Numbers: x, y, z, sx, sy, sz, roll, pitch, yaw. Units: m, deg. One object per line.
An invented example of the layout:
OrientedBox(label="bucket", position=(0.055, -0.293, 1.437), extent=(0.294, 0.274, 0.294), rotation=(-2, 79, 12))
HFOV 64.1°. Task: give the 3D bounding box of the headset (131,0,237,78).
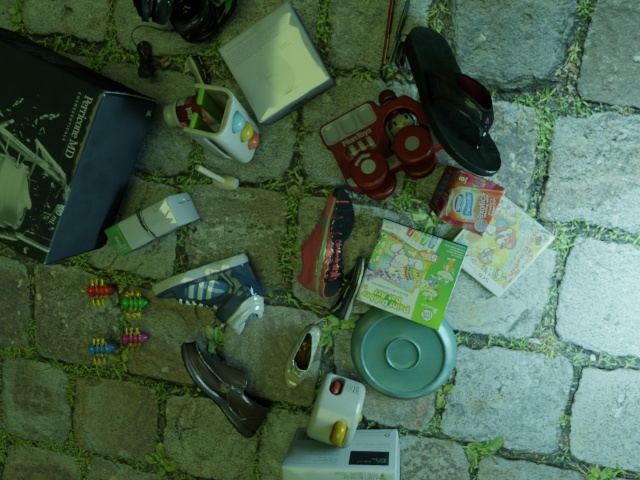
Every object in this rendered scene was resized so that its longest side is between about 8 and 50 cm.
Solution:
OrientedBox(label="headset", position=(-0.389, -0.599, 1.366), extent=(0.394, 0.243, 0.185), rotation=(-22, 67, 41))

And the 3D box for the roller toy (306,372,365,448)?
OrientedBox(label="roller toy", position=(0.052, 0.498, 1.495), extent=(0.146, 0.209, 0.191), rotation=(17, 70, 5))

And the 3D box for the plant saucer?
OrientedBox(label="plant saucer", position=(0.244, 0.331, 1.513), extent=(0.317, 0.044, 0.318), rotation=(1, 99, 9))

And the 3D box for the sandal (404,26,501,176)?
OrientedBox(label="sandal", position=(0.325, -0.360, 1.239), extent=(0.167, 0.107, 0.446), rotation=(-8, 68, -29))

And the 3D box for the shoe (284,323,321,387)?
OrientedBox(label="shoe", position=(-0.062, 0.359, 1.560), extent=(0.076, 0.058, 0.219), rotation=(22, 103, 5))

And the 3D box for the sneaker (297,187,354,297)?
OrientedBox(label="sneaker", position=(0.000, 0.000, 1.462), extent=(0.136, 0.115, 0.314), rotation=(13, 93, 33))

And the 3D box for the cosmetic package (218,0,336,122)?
OrientedBox(label="cosmetic package", position=(-0.113, -0.470, 1.384), extent=(0.224, 0.138, 0.225), rotation=(-28, 95, 13))

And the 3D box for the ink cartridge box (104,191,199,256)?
OrientedBox(label="ink cartridge box", position=(-0.491, -0.051, 1.510), extent=(0.219, 0.160, 0.093), rotation=(-25, 96, 13))

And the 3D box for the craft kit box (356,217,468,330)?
OrientedBox(label="craft kit box", position=(0.255, 0.092, 1.438), extent=(0.249, 0.061, 0.247), rotation=(19, 99, 13))

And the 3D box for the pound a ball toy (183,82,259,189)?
OrientedBox(label="pound a ball toy", position=(-0.250, -0.258, 1.377), extent=(0.135, 0.319, 0.208), rotation=(13, 86, 8))

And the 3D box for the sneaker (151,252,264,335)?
OrientedBox(label="sneaker", position=(-0.328, 0.192, 1.539), extent=(0.322, 0.130, 0.237), rotation=(-19, 92, 7))

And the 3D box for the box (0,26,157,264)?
OrientedBox(label="box", position=(-0.782, -0.266, 1.383), extent=(0.471, 0.297, 0.480), rotation=(26, 103, 2))

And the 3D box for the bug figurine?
OrientedBox(label="bug figurine", position=(-0.658, 0.255, 1.637), extent=(0.216, 0.072, 0.279), rotation=(3, 96, 3))

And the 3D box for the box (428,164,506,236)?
OrientedBox(label="box", position=(0.365, -0.109, 1.304), extent=(0.122, 0.257, 0.128), rotation=(23, 103, 2))

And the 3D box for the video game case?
OrientedBox(label="video game case", position=(0.492, 0.011, 1.423), extent=(0.206, 0.026, 0.227), rotation=(39, 103, 1))

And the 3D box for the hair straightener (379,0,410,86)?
OrientedBox(label="hair straightener", position=(0.212, -0.527, 1.365), extent=(0.088, 0.047, 0.231), rotation=(11, 102, 8))

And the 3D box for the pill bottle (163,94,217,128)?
OrientedBox(label="pill bottle", position=(-0.368, -0.370, 1.467), extent=(0.151, 0.086, 0.086), rotation=(-6, 99, 20))

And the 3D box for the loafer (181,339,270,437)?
OrientedBox(label="loafer", position=(-0.292, 0.440, 1.594), extent=(0.130, 0.134, 0.366), rotation=(-39, 102, -9))

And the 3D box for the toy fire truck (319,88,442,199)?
OrientedBox(label="toy fire truck", position=(0.170, -0.270, 1.371), extent=(0.302, 0.169, 0.254), rotation=(-28, 76, 12))

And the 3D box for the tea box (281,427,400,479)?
OrientedBox(label="tea box", position=(0.077, 0.762, 1.525), extent=(0.328, 0.220, 0.324), rotation=(-2, 99, 10))

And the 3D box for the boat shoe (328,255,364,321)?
OrientedBox(label="boat shoe", position=(0.078, 0.137, 1.491), extent=(0.064, 0.075, 0.206), rotation=(17, 107, 3))

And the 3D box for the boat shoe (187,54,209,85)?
OrientedBox(label="boat shoe", position=(-0.341, -0.472, 1.473), extent=(0.038, 0.046, 0.125), rotation=(-30, 103, -24))
